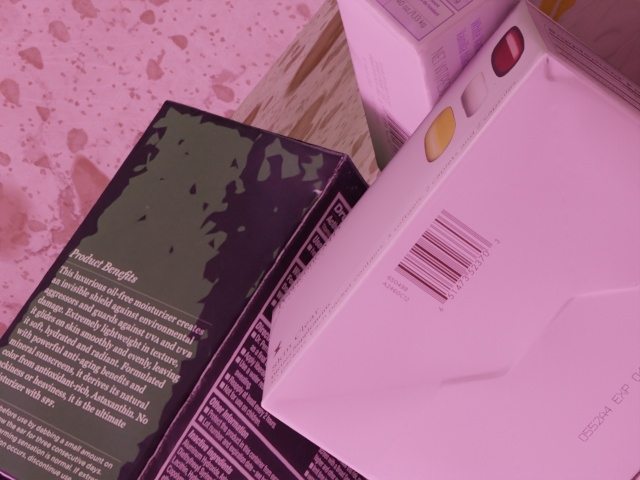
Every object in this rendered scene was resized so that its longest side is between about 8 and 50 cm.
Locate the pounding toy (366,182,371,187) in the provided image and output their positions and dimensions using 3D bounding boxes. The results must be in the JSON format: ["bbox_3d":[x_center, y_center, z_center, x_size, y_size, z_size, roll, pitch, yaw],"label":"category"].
[{"bbox_3d":[0.000,0.000,1.911,0.141,0.100,0.130,-58,11,-19],"label":"pounding toy"}]

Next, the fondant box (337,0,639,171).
[{"bbox_3d":[0.176,-0.178,1.181,0.330,0.096,0.238,-38,-28,-11],"label":"fondant box"}]

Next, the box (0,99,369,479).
[{"bbox_3d":[-0.065,0.111,1.265,0.183,0.296,0.294,21,69,35],"label":"box"}]

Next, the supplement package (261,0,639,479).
[{"bbox_3d":[0.122,0.029,1.043,0.262,0.204,0.145,-52,11,16],"label":"supplement package"}]
